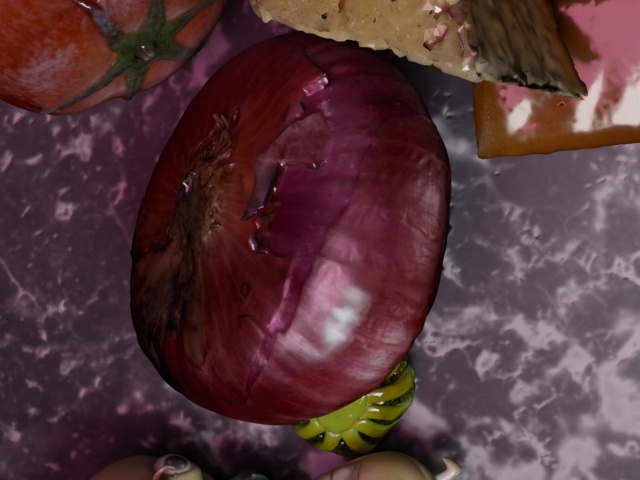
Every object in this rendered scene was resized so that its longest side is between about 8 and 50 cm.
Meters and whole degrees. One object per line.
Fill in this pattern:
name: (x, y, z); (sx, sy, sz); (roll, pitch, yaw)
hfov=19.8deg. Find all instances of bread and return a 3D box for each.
bread: (0.113, -0.278, 1.420); (0.279, 0.248, 0.315); (31, 107, 29)
bread: (0.303, -0.158, 1.530); (0.361, 0.077, 0.138); (-6, 105, 16)
bread: (0.020, 0.134, 1.694); (0.130, 0.071, 0.139); (30, 111, 0)

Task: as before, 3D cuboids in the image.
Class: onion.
onion: (0.000, 0.000, 1.562); (0.285, 0.347, 0.348); (14, 116, -34)

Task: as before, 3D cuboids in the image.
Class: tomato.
tomato: (-0.211, -0.243, 1.545); (0.264, 0.265, 0.265); (4, 107, 13)

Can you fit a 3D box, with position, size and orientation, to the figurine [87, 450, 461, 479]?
figurine: (-0.041, 0.293, 1.710); (0.394, 0.227, 0.274); (-18, 136, 16)
